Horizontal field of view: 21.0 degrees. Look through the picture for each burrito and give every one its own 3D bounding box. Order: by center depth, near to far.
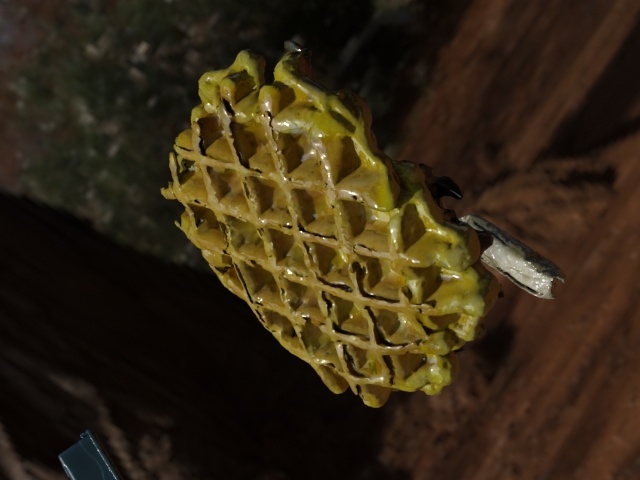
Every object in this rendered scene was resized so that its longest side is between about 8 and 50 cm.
[{"bbox_3d":[0.239,0.019,2.197,0.045,0.188,0.058,-15,-53,-38],"label":"burrito"}]

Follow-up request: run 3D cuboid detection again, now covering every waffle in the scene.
[{"bbox_3d":[0.000,0.000,1.719,0.095,0.382,0.380,-42,-10,-31],"label":"waffle"}]

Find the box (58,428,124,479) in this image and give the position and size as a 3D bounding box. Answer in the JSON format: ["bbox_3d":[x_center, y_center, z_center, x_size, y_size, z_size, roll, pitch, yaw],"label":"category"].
[{"bbox_3d":[-0.280,0.290,2.129,0.054,0.099,0.074,-30,-17,-16],"label":"box"}]
